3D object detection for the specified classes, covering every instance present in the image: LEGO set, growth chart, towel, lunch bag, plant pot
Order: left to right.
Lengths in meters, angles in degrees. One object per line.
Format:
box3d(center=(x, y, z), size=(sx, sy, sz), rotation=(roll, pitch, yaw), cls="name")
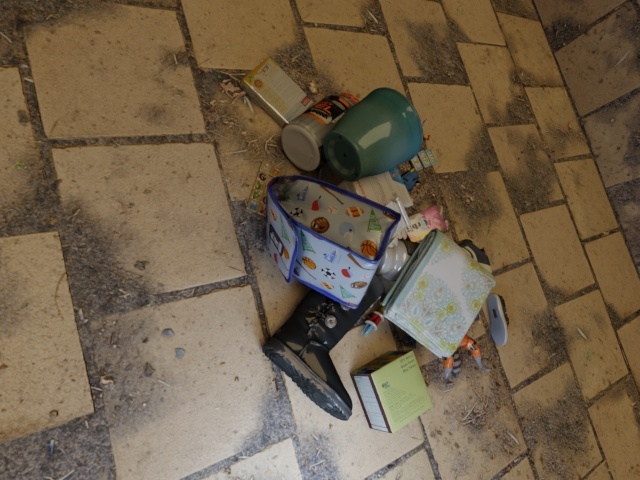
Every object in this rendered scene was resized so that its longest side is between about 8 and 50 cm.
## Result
box3d(center=(0.000, 0.000, 1.287), size=(0.385, 0.328, 0.239), rotation=(27, 57, 8), cls="lunch bag")
box3d(center=(0.157, -0.336, 1.419), size=(0.255, 0.271, 0.272), rotation=(-35, 94, -27), cls="plant pot")
box3d(center=(0.227, -0.045, 1.476), size=(0.237, 0.021, 0.172), rotation=(-32, 115, -27), cls="growth chart")
box3d(center=(0.446, -0.451, 1.914), size=(0.182, 0.060, 0.244), rotation=(-24, 87, -37), cls="LEGO set")
box3d(center=(0.426, 0.193, 1.516), size=(0.320, 0.090, 0.375), rotation=(39, 78, -15), cls="towel")

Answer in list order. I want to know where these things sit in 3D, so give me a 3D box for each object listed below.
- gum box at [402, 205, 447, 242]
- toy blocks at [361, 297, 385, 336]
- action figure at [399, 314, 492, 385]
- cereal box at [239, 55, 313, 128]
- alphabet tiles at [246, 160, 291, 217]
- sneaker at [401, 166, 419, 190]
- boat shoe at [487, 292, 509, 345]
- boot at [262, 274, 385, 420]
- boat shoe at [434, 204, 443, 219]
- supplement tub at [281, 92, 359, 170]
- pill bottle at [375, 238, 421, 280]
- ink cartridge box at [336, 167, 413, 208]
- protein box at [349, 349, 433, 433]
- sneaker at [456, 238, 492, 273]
box3d(center=(0.419, -0.060, 1.738), size=(0.188, 0.062, 0.107), rotation=(-23, 80, -16), cls="gum box")
box3d(center=(0.180, 0.265, 1.540), size=(0.123, 0.054, 0.148), rotation=(51, 58, -8), cls="toy blocks")
box3d(center=(0.470, 0.385, 1.648), size=(0.341, 0.178, 0.330), rotation=(-16, 75, -6), cls="action figure")
box3d(center=(-0.162, -0.555, 1.595), size=(0.240, 0.047, 0.173), rotation=(44, 59, -12), cls="cereal box")
box3d(center=(-0.131, -0.152, 1.514), size=(0.237, 0.009, 0.198), rotation=(24, 64, -22), cls="alphabet tiles")
box3d(center=(0.351, -0.234, 1.785), size=(0.209, 0.069, 0.082), rotation=(-35, 98, -33), cls="sneaker")
box3d(center=(0.797, 0.348, 1.866), size=(0.076, 0.080, 0.229), rotation=(7, 64, -27), cls="boat shoe")
box3d(center=(0.076, 0.305, 1.415), size=(0.367, 0.146, 0.445), rotation=(47, 57, -8), cls="boot")
box3d(center=(0.503, -0.066, 1.826), size=(0.063, 0.066, 0.184), rotation=(31, 61, -30), cls="boat shoe")
box3d(center=(0.019, -0.414, 1.572), size=(0.194, 0.193, 0.316), rotation=(50, 57, -8), cls="supplement tub")
box3d(center=(0.321, 0.080, 1.615), size=(0.278, 0.162, 0.162), rotation=(10, 71, -28), cls="pill bottle")
box3d(center=(0.185, -0.154, 1.578), size=(0.232, 0.168, 0.171), rotation=(-16, 80, -32), cls="ink cartridge box")
box3d(center=(0.243, 0.512, 1.453), size=(0.199, 0.136, 0.201), rotation=(-17, 85, -32), cls="protein box")
box3d(center=(0.586, 0.055, 1.808), size=(0.349, 0.131, 0.148), rotation=(18, 60, -31), cls="sneaker")
